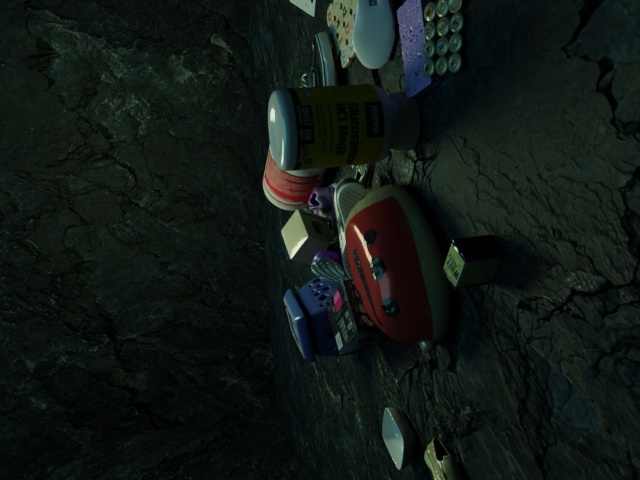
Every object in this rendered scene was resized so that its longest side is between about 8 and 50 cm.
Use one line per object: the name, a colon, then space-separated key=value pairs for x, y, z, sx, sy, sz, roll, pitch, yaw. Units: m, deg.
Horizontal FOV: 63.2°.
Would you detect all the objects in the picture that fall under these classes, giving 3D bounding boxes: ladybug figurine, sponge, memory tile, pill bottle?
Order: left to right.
pill bottle: x=-0.083 y=-0.296 z=1.924 sx=0.408 sy=0.229 sz=0.229 roll=116 pitch=144 yaw=-64
pill bottle: x=0.055 y=-0.270 z=1.228 sx=0.188 sy=0.334 sz=0.188 roll=172 pitch=90 yaw=-75
ladybug figurine: x=0.174 y=0.064 z=1.278 sx=0.305 sy=0.162 sz=0.449 roll=103 pitch=154 yaw=-52
sponge: x=0.215 y=-0.432 z=1.145 sx=0.117 sy=0.031 sz=0.210 roll=174 pitch=88 yaw=-74
memory tile: x=0.243 y=-0.404 z=1.032 sx=0.113 sy=0.012 sz=0.148 roll=17 pitch=111 yaw=57

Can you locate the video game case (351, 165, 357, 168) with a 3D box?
video game case: x=0.101 y=-0.332 z=1.633 sx=0.143 sy=0.019 sz=0.157 roll=107 pitch=151 yaw=-57

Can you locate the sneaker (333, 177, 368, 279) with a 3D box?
sneaker: x=0.111 y=-0.036 z=1.543 sx=0.127 sy=0.126 sz=0.321 roll=-100 pitch=3 yaw=-65

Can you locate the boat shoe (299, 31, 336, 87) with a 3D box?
boat shoe: x=-0.010 y=-0.506 z=1.689 sx=0.121 sy=0.119 sz=0.335 roll=-10 pitch=-85 yaw=-87

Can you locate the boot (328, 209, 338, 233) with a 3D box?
boot: x=0.061 y=-0.095 z=1.719 sx=0.219 sy=0.106 sz=0.082 roll=-118 pitch=25 yaw=-51

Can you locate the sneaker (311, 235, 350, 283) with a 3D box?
sneaker: x=0.049 y=0.048 z=1.664 sx=0.293 sy=0.102 sz=0.146 roll=35 pitch=-127 yaw=-64

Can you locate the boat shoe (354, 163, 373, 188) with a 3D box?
boat shoe: x=0.126 y=-0.209 z=1.553 sx=0.049 sy=0.043 sz=0.137 roll=-110 pitch=21 yaw=-45

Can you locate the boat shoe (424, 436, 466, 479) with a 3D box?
boat shoe: x=0.302 y=0.543 z=1.235 sx=0.190 sy=0.068 sz=0.072 roll=-134 pitch=51 yaw=-66

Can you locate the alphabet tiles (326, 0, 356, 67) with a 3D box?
alphabet tiles: x=0.073 y=-0.680 z=1.565 sx=0.278 sy=0.021 sz=0.284 roll=153 pitch=109 yaw=-73

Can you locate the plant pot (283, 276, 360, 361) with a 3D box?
plant pot: x=0.000 y=0.278 z=1.856 sx=0.236 sy=0.212 sz=0.236 roll=-126 pitch=22 yaw=-61

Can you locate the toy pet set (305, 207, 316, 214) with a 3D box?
toy pet set: x=-0.038 y=-0.085 z=2.058 sx=0.114 sy=0.122 sz=0.065 roll=-37 pitch=84 yaw=38

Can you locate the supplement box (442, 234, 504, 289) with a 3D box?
supplement box: x=0.290 y=0.042 z=0.993 sx=0.056 sy=0.083 sz=0.083 roll=-111 pitch=19 yaw=-44

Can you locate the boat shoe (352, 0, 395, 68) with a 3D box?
boat shoe: x=0.131 y=-0.582 z=1.272 sx=0.102 sy=0.108 sz=0.301 roll=-66 pitch=-28 yaw=-49

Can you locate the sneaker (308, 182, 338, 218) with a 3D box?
sneaker: x=0.002 y=-0.138 z=1.923 sx=0.236 sy=0.104 sz=0.095 roll=120 pitch=139 yaw=-68

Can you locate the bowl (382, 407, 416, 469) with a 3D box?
bowl: x=0.232 y=0.572 z=1.516 sx=0.142 sy=0.053 sz=0.142 roll=-122 pitch=29 yaw=-56

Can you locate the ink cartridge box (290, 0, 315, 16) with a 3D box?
ink cartridge box: x=-0.049 y=-0.922 z=1.899 sx=0.179 sy=0.045 sz=0.145 roll=46 pitch=144 yaw=35

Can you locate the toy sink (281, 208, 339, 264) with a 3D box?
toy sink: x=0.000 y=0.000 z=1.894 sx=0.131 sy=0.234 sz=0.153 roll=-51 pitch=39 yaw=28

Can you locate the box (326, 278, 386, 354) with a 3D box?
box: x=0.126 y=0.229 z=1.576 sx=0.247 sy=0.142 sz=0.163 roll=109 pitch=149 yaw=-61
